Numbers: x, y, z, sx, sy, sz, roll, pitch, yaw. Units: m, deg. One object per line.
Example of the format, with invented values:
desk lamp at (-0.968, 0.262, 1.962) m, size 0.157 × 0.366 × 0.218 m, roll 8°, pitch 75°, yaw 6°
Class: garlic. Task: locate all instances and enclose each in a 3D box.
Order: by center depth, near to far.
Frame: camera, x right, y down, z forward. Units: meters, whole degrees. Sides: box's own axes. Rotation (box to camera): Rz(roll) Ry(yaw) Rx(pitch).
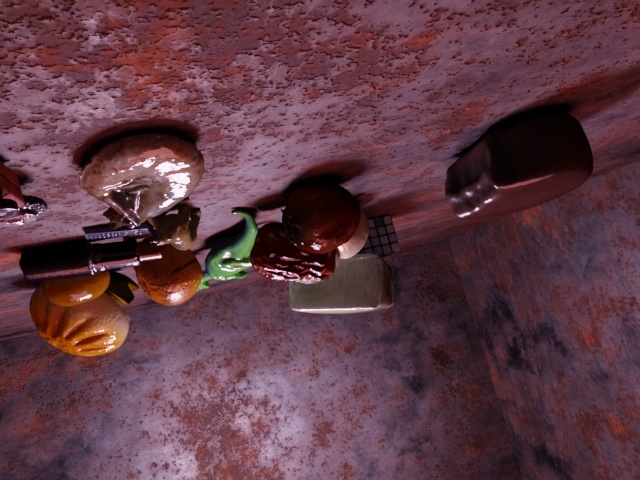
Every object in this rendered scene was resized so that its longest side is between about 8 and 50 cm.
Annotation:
garlic at (0.000, 0.000, 1.425) m, size 0.250 × 0.286 × 0.313 m, roll 30°, pitch 159°, yaw -1°

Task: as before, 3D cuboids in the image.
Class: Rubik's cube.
Rubik's cube at (0.211, -0.004, 1.815) m, size 0.155 × 0.154 × 0.151 m, roll -13°, pitch 171°, yaw -16°

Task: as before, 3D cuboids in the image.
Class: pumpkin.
pumpkin at (-0.686, 0.130, 1.420) m, size 0.254 × 0.149 × 0.130 m, roll -11°, pitch -145°, yaw 35°

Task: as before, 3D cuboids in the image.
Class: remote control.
remote control at (-0.438, -0.024, 0.999) m, size 0.153 × 0.027 × 0.043 m, roll -9°, pitch 176°, yaw -24°

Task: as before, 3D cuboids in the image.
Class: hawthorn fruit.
hawthorn fruit at (0.025, -0.064, 1.090) m, size 0.235 × 0.181 × 0.181 m, roll -23°, pitch 175°, yaw -23°

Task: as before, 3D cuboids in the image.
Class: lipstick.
lipstick at (-0.528, 0.040, 1.055) m, size 0.300 × 0.081 × 0.081 m, roll -9°, pitch 170°, yaw -21°

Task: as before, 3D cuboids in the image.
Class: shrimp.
shrimp at (-0.305, -0.083, 0.719) m, size 0.168 × 0.077 × 0.317 m, roll 7°, pitch 154°, yaw -43°

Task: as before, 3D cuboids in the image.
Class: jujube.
jujube at (-0.069, 0.034, 1.191) m, size 0.231 × 0.155 × 0.155 m, roll 7°, pitch 169°, yaw -6°

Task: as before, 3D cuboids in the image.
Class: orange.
orange at (-0.630, 0.101, 1.158) m, size 0.156 × 0.123 × 0.156 m, roll -17°, pitch -171°, yaw 3°
orange at (-0.419, 0.088, 1.254) m, size 0.161 × 0.193 × 0.193 m, roll -39°, pitch -173°, yaw -34°

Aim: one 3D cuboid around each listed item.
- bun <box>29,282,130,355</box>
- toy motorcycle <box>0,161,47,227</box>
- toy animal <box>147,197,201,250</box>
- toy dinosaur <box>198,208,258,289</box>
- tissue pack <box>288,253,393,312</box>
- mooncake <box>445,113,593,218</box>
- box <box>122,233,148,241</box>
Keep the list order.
bun at (-0.739, 0.246, 1.345) m, size 0.299 × 0.299 × 0.164 m, roll -21°, pitch -150°, yaw 37°
toy motorcycle at (-0.458, -0.053, 0.547) m, size 0.171 × 0.089 × 0.298 m, roll -12°, pitch 171°, yaw -15°
toy animal at (-0.309, -0.027, 0.941) m, size 0.103 × 0.100 × 0.218 m, roll -12°, pitch 171°, yaw -6°
toy dinosaur at (-0.327, 0.030, 1.357) m, size 0.375 × 0.143 × 0.500 m, roll -16°, pitch 158°, yaw 5°
tissue pack at (0.095, 0.174, 1.697) m, size 0.332 × 0.205 × 0.405 m, roll -3°, pitch 169°, yaw 14°
mooncake at (0.466, -0.172, 1.101) m, size 0.334 × 0.174 × 0.326 m, roll -15°, pitch 169°, yaw 21°
box at (-0.452, -0.010, 1.102) m, size 0.046 × 0.012 × 0.083 m, roll -7°, pitch 170°, yaw -37°
